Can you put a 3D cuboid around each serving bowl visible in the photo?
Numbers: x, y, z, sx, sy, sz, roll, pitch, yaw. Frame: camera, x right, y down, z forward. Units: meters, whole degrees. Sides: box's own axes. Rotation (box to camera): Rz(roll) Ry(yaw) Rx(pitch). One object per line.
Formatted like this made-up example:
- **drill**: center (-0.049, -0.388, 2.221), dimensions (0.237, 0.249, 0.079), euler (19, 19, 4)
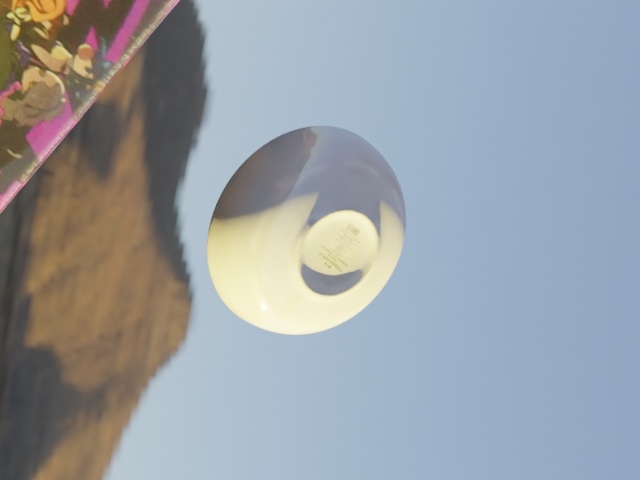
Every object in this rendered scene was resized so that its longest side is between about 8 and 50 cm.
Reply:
- **serving bowl**: center (0.000, 0.000, 0.717), dimensions (0.027, 0.083, 0.083), euler (34, -64, 52)

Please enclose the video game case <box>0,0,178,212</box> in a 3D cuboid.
- **video game case**: center (-0.153, -0.073, 0.425), dimensions (0.232, 0.210, 0.042), euler (-48, -167, 7)
